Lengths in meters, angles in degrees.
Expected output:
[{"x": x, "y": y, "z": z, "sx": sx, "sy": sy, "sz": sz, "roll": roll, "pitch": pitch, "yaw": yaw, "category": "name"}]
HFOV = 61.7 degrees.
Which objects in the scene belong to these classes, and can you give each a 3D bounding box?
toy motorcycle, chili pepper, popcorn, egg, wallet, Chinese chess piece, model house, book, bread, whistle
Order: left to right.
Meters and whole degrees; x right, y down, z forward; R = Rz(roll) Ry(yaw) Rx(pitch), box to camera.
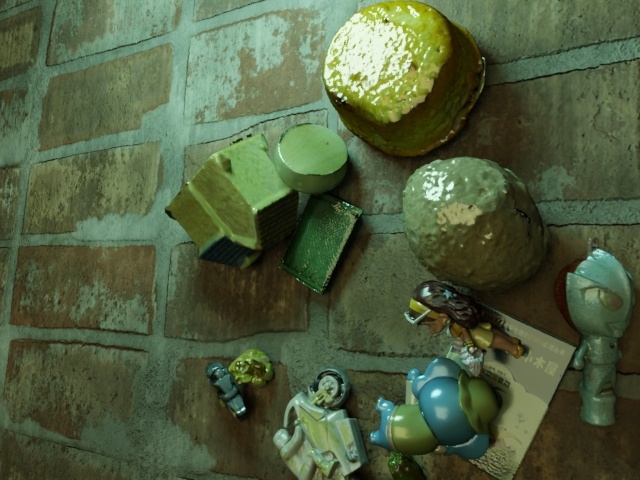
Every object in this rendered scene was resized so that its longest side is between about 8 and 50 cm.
[{"x": -0.252, "y": 0.383, "z": 1.405, "sx": 0.061, "sy": 0.124, "sz": 0.193, "roll": -28, "pitch": 57, "yaw": -22, "category": "toy motorcycle"}, {"x": -0.207, "y": -0.085, "z": 1.412, "sx": 0.266, "sy": 0.261, "sz": 0.321, "roll": 53, "pitch": 131, "yaw": 0, "category": "model house"}, {"x": -0.182, "y": 0.330, "z": 1.391, "sx": 0.109, "sy": 0.089, "sz": 0.097, "roll": -1, "pitch": 70, "yaw": 31, "category": "popcorn"}, {"x": -0.023, "y": -0.203, "z": 1.338, "sx": 0.188, "sy": 0.083, "sz": 0.189, "roll": 4, "pitch": 56, "yaw": -6, "category": "Chinese chess piece"}, {"x": -0.005, "y": 0.483, "z": 1.249, "sx": 0.222, "sy": 0.108, "sz": 0.341, "roll": -21, "pitch": 65, "yaw": 16, "category": "toy motorcycle"}, {"x": 0.001, "y": 0.000, "z": 1.357, "sx": 0.160, "sy": 0.055, "sz": 0.236, "roll": 31, "pitch": 101, "yaw": 34, "category": "wallet"}, {"x": 0.180, "y": -0.375, "z": 1.235, "sx": 0.358, "sy": 0.204, "sz": 0.337, "roll": 32, "pitch": 103, "yaw": 27, "category": "bread"}, {"x": 0.188, "y": 0.511, "z": 1.160, "sx": 0.072, "sy": 0.073, "sz": 0.204, "roll": -24, "pitch": 82, "yaw": 5, "category": "chili pepper"}, {"x": 0.303, "y": -0.032, "z": 1.079, "sx": 0.279, "sy": 0.279, "sz": 0.310, "roll": -40, "pitch": 85, "yaw": 18, "category": "egg"}, {"x": 0.359, "y": 0.313, "z": 1.126, "sx": 0.228, "sy": 0.018, "sz": 0.323, "roll": 25, "pitch": 95, "yaw": 30, "category": "book"}, {"x": 0.515, "y": 0.166, "z": 1.004, "sx": 0.133, "sy": 0.142, "sz": 0.346, "roll": 1, "pitch": 94, "yaw": 39, "category": "whistle"}]

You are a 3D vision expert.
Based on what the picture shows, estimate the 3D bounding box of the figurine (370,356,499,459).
[{"x": 0.228, "y": 0.345, "z": 1.097, "sx": 0.261, "sy": 0.154, "sz": 0.180, "roll": -7, "pitch": 53, "yaw": 15, "category": "figurine"}]

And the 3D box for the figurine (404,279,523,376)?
[{"x": 0.287, "y": 0.171, "z": 1.078, "sx": 0.240, "sy": 0.175, "sz": 0.116, "roll": 37, "pitch": 98, "yaw": -3, "category": "figurine"}]
